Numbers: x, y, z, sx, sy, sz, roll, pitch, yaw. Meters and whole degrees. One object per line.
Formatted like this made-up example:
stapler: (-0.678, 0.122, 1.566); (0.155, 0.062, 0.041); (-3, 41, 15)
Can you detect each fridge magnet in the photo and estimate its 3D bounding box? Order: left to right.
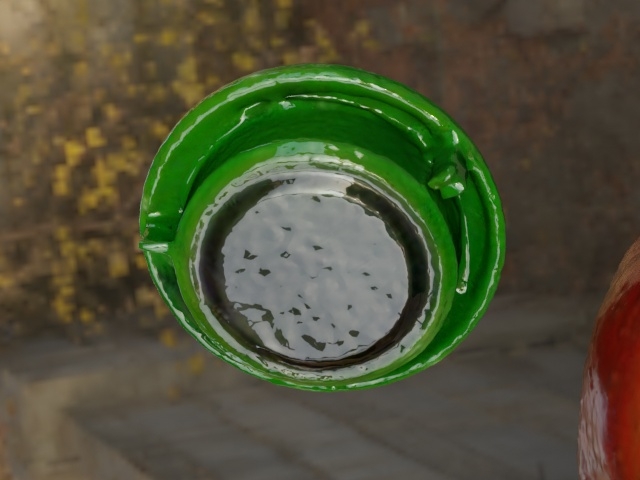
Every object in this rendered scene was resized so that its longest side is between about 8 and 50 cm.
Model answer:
fridge magnet: (0.000, 0.000, 1.027); (0.088, 0.208, 0.208); (-78, -6, -60)

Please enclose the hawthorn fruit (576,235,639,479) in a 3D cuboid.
hawthorn fruit: (0.229, 0.059, 0.936); (0.205, 0.205, 0.253); (-151, 53, -66)
